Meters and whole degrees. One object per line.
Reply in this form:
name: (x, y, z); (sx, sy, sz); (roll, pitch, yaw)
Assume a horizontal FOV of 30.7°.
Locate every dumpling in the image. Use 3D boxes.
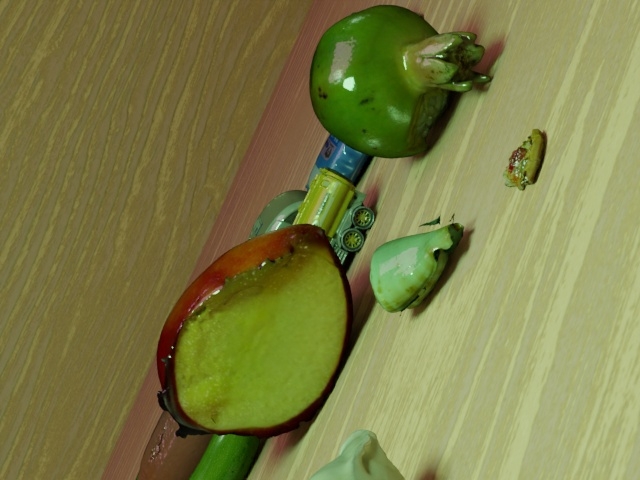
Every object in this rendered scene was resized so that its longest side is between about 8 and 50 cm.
dumpling: (0.030, 0.302, 1.127); (0.162, 0.132, 0.250); (-41, 39, 41)

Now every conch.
conch: (0.118, 0.035, 1.449); (0.170, 0.079, 0.106); (-39, 42, 50)

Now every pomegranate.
pomegranate: (0.117, -0.245, 1.721); (0.302, 0.236, 0.236); (-15, 49, 59)

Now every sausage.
sausage: (-0.215, 0.348, 2.038); (0.280, 0.152, 0.152); (-62, 12, 4)

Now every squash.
squash: (-0.168, 0.386, 1.911); (0.292, 0.082, 0.082); (-60, 12, 13)

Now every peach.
peach: (-0.092, 0.113, 1.709); (0.362, 0.257, 0.201); (-64, 17, 16)

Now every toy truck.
toy truck: (0.000, 0.000, 1.912); (0.227, 0.114, 0.098); (-65, 12, -1)

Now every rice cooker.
rice cooker: (-0.053, 0.009, 2.034); (0.206, 0.145, 0.127); (-59, 29, 24)

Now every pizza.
pizza: (0.225, -0.086, 1.333); (0.078, 0.025, 0.083); (-48, 21, 47)

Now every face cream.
face cream: (0.053, -0.174, 2.125); (0.264, 0.083, 0.149); (-61, 9, 15)

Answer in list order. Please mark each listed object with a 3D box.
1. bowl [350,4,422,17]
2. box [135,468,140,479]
bowl: (0.089, -0.359, 2.264); (0.238, 0.126, 0.238); (-60, 11, 19)
box: (-0.262, 0.384, 2.277); (0.250, 0.103, 0.180); (-67, 12, -21)
